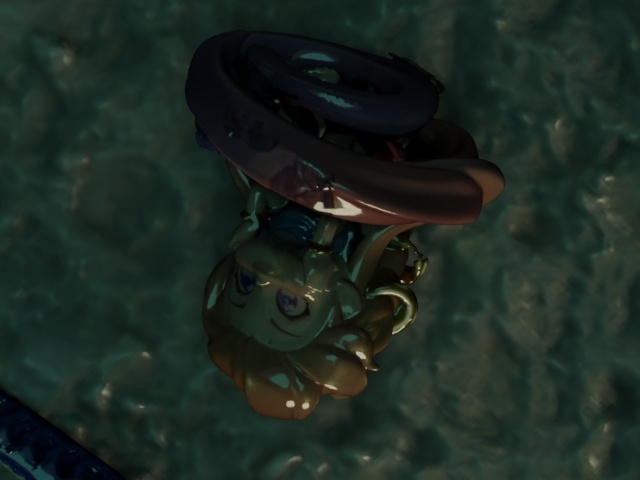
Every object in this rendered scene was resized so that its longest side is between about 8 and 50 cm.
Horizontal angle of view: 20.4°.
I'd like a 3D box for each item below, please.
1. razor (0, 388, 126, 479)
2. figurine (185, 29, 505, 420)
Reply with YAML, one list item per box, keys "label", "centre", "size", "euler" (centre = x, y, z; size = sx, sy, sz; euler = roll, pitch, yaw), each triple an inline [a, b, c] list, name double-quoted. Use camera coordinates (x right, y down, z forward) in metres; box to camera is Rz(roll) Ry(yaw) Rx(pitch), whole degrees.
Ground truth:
- label: "razor"
  centre: [-0.108, 0.084, 0.728]
  size: [0.324, 0.093, 0.056]
  euler: [45, 136, -10]
- label: "figurine"
  centre: [0.005, -0.007, 0.693]
  size: [0.126, 0.114, 0.157]
  euler: [19, 131, 27]
